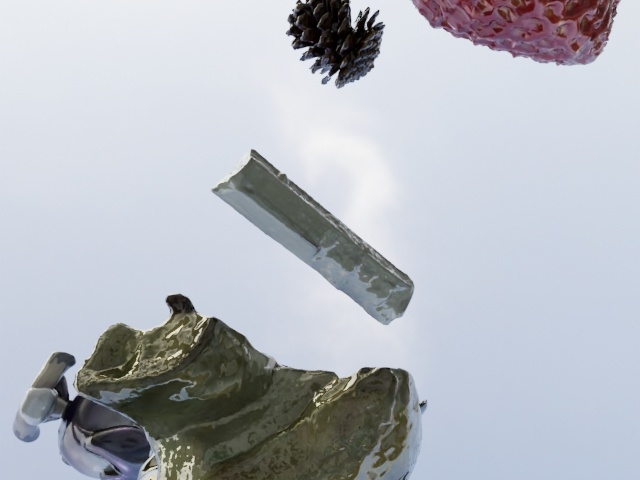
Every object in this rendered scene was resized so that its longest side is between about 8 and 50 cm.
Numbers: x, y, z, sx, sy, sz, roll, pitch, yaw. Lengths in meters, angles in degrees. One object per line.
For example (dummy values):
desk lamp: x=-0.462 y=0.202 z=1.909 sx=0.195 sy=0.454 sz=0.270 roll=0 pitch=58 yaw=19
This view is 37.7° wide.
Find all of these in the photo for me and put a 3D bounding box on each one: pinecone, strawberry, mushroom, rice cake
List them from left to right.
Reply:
mushroom: x=-0.039 y=0.183 z=0.661 sx=0.217 sy=0.292 sz=0.212 roll=5 pitch=-133 yaw=7
rice cake: x=0.000 y=0.000 z=0.939 sx=0.256 sy=0.052 sz=0.057 roll=39 pitch=-114 yaw=-28
pinecone: x=0.011 y=-0.168 z=0.776 sx=0.083 sy=0.077 sz=0.077 roll=29 pitch=-141 yaw=-3
strawberry: x=0.183 y=-0.287 z=0.869 sx=0.238 sy=0.250 sz=0.288 roll=25 pitch=174 yaw=47

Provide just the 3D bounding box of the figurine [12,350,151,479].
figurine: x=-0.314 y=0.257 z=1.314 sx=0.222 sy=0.145 sz=0.145 roll=25 pitch=-141 yaw=-1
